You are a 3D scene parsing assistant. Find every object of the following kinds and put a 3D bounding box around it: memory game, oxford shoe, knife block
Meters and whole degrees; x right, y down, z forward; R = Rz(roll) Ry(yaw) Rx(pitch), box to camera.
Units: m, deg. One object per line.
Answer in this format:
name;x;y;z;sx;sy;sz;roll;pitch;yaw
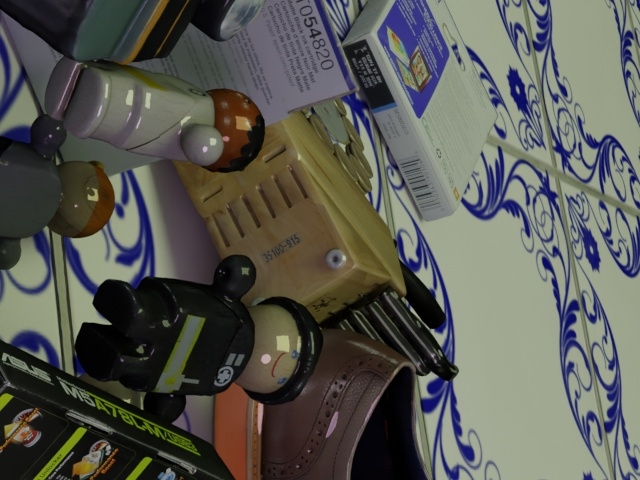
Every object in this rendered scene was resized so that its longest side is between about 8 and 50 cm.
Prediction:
memory game;-0.007;-0.121;1.265;0.186;0.012;0.186;54;14;-21
oxford shoe;0.016;0.235;0.991;0.130;0.132;0.364;-26;115;-48
knife block;0.000;0.000;1.149;0.276;0.088;0.242;62;13;16

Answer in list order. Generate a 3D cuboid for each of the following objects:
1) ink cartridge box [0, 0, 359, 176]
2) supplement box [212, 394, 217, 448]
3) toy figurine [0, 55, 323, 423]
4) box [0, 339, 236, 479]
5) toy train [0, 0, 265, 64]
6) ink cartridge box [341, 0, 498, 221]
ink cartridge box;-0.102;-0.167;0.943;0.045;0.224;0.223;-40;112;-60
supplement box;-0.033;0.137;1.092;0.083;0.056;0.083;39;44;-48
toy figurine;-0.115;0.013;0.838;0.148;0.213;0.209;11;61;-47
box;-0.159;0.151;0.725;0.184;0.191;0.045;36;10;-47
toy train;-0.178;-0.217;0.799;0.334;0.142;0.190;38;18;7
ink cartridge box;0.105;-0.158;1.514;0.206;0.045;0.208;62;31;-22
